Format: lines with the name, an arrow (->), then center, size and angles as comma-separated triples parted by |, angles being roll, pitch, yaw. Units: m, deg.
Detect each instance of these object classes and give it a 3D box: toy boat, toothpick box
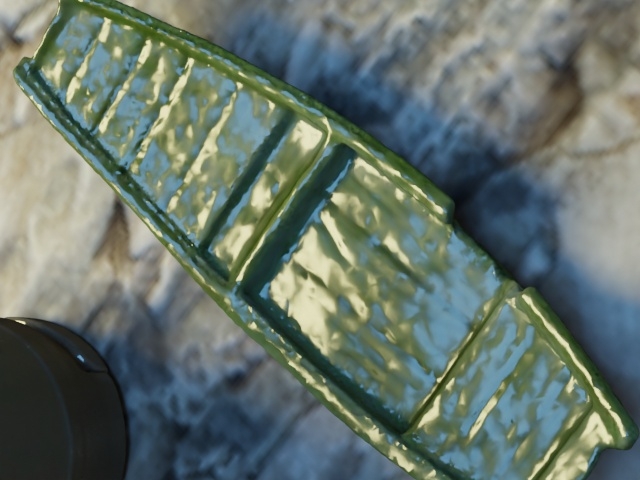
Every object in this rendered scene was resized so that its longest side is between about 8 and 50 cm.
toy boat -> 0.000, 0.000, 0.607 | 0.293, 0.055, 0.093 | 40, 106, 22
toothpick box -> -0.168, 0.086, 0.618 | 0.111, 0.180, 0.111 | 0, 89, 26
